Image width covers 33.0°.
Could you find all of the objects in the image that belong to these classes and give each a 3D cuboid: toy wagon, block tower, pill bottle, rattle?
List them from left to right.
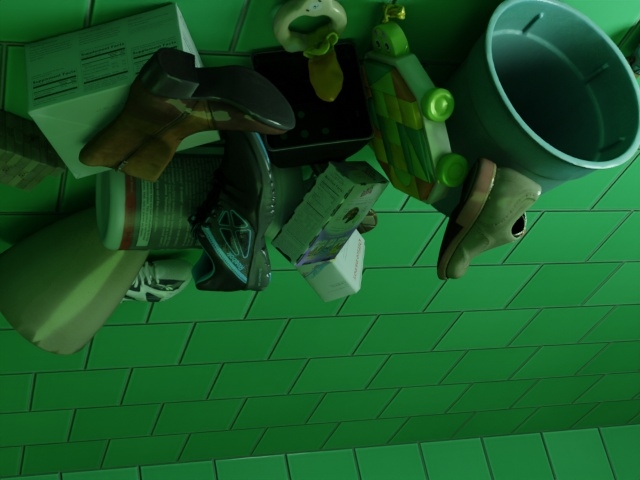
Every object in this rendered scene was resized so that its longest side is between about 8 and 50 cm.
[{"bbox_3d":[-0.606,-0.180,1.845,0.335,0.091,0.097,18,139,-41],"label":"block tower"},{"bbox_3d":[-0.228,-0.087,2.027,0.362,0.210,0.210,0,148,-20],"label":"pill bottle"},{"bbox_3d":[-0.017,-0.341,1.751,0.130,0.143,0.200,8,155,0],"label":"rattle"},{"bbox_3d":[0.139,-0.236,1.864,0.068,0.267,0.344,-25,116,-17],"label":"toy wagon"}]

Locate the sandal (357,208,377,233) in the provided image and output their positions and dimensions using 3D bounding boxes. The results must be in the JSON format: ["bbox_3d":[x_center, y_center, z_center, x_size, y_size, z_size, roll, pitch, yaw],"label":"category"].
[{"bbox_3d":[0.014,-0.056,2.331,0.219,0.060,0.090,-4,137,15],"label":"sandal"}]

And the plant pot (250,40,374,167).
[{"bbox_3d":[-0.023,-0.224,1.919,0.187,0.188,0.167,-8,163,-9],"label":"plant pot"}]

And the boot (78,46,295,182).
[{"bbox_3d":[-0.212,-0.164,1.723,0.264,0.096,0.280,10,144,-33],"label":"boot"}]

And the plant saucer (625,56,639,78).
[{"bbox_3d":[0.600,-0.330,2.123,0.083,0.015,0.083,-9,150,-5],"label":"plant saucer"}]

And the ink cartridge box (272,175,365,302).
[{"bbox_3d":[0.000,0.000,2.233,0.093,0.154,0.212,-20,129,27],"label":"ink cartridge box"}]

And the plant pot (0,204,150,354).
[{"bbox_3d":[-0.473,0.049,2.165,0.274,0.257,0.256,-38,143,21],"label":"plant pot"}]

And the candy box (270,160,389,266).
[{"bbox_3d":[0.020,-0.053,2.005,0.196,0.070,0.165,-54,161,19],"label":"candy box"}]

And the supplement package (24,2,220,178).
[{"bbox_3d":[-0.324,-0.243,1.786,0.261,0.145,0.204,-14,150,4],"label":"supplement package"}]

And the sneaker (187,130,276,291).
[{"bbox_3d":[-0.157,-0.048,1.872,0.139,0.125,0.341,-6,121,-15],"label":"sneaker"}]

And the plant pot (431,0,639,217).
[{"bbox_3d":[0.341,-0.209,1.953,0.341,0.341,0.334,5,154,-28],"label":"plant pot"}]

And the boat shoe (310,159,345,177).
[{"bbox_3d":[0.024,-0.165,2.067,0.072,0.190,0.068,-28,103,14],"label":"boat shoe"}]

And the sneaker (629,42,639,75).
[{"bbox_3d":[0.709,-0.355,2.069,0.261,0.104,0.125,3,164,-18],"label":"sneaker"}]

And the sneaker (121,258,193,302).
[{"bbox_3d":[-0.405,0.072,2.350,0.234,0.094,0.153,-5,160,8],"label":"sneaker"}]

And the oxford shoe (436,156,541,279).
[{"bbox_3d":[0.288,-0.011,1.896,0.130,0.123,0.348,17,154,1],"label":"oxford shoe"}]
